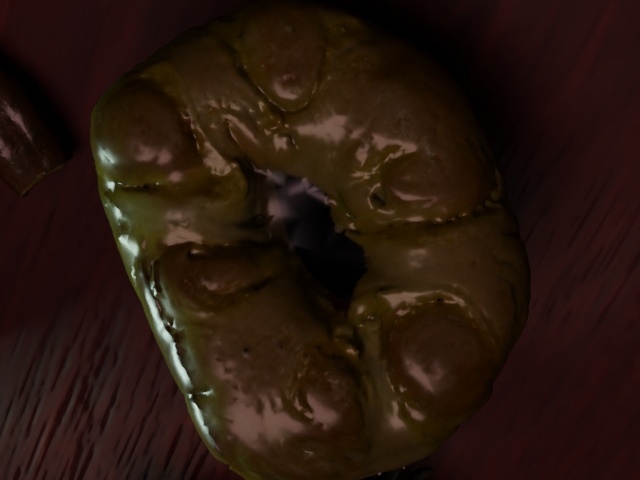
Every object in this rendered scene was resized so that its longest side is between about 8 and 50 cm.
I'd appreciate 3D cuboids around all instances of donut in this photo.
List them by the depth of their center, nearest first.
[{"bbox_3d":[0.000,0.000,0.932,0.208,0.128,0.261,-20,86,2],"label":"donut"}]

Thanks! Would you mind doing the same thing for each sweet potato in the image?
[{"bbox_3d":[-0.195,-0.081,1.044,0.049,0.049,0.117,-16,115,26],"label":"sweet potato"}]

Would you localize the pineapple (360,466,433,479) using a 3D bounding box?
[{"bbox_3d":[0.023,0.244,1.103,0.175,0.175,0.361,7,107,15],"label":"pineapple"}]
